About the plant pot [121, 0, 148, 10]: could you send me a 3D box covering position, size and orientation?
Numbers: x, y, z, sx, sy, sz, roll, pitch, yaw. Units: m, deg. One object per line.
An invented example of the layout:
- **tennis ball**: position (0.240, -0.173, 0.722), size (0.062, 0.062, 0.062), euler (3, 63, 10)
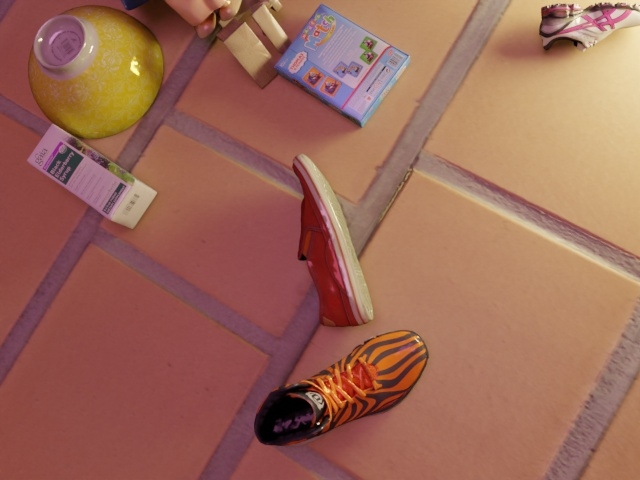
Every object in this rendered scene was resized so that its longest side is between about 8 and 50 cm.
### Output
- **plant pot**: position (-0.356, -0.640, 1.229), size (0.212, 0.236, 0.236), euler (-25, 50, -3)

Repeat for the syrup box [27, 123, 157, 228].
- **syrup box**: position (-0.456, -0.128, 1.240), size (0.237, 0.096, 0.093), euler (33, 87, 15)

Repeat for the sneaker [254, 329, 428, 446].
- **sneaker**: position (0.034, 0.253, 1.015), size (0.321, 0.180, 0.124), euler (-34, 74, 3)

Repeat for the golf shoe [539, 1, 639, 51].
- **golf shoe**: position (0.490, -0.385, 1.118), size (0.186, 0.067, 0.086), euler (0, 108, 10)

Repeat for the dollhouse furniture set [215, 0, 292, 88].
- **dollhouse furniture set**: position (-0.130, -0.423, 1.268), size (0.144, 0.123, 0.151), euler (-43, 39, 1)

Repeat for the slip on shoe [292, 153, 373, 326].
- **slip on shoe**: position (0.000, 0.000, 1.112), size (0.101, 0.123, 0.331), euler (-19, 80, 12)

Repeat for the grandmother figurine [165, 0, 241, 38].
- **grandmother figurine**: position (-0.305, -0.525, 1.131), size (0.208, 0.342, 0.104), euler (-36, 46, 12)

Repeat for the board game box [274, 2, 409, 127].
- **board game box**: position (0.041, -0.342, 1.206), size (0.211, 0.039, 0.160), euler (36, 88, 13)

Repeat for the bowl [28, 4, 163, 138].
- **bowl**: position (-0.487, -0.367, 1.265), size (0.289, 0.156, 0.289), euler (-2, 79, 11)
